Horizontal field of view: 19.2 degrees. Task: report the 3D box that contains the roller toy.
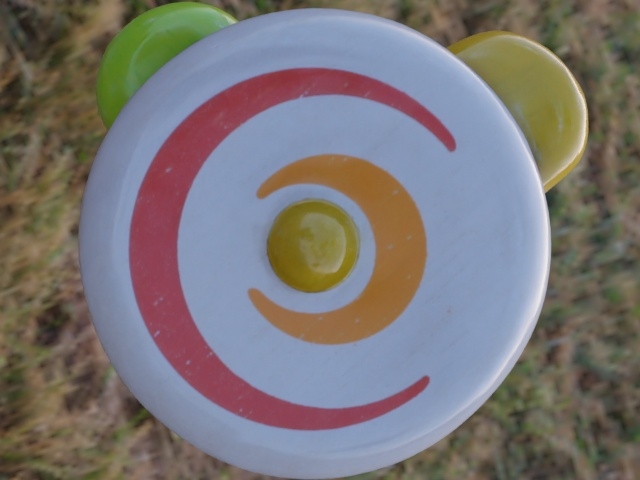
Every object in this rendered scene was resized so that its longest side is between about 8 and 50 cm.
[{"bbox_3d":[0.000,0.000,0.798,0.146,0.209,0.191,-95,-169,-87],"label":"roller toy"}]
